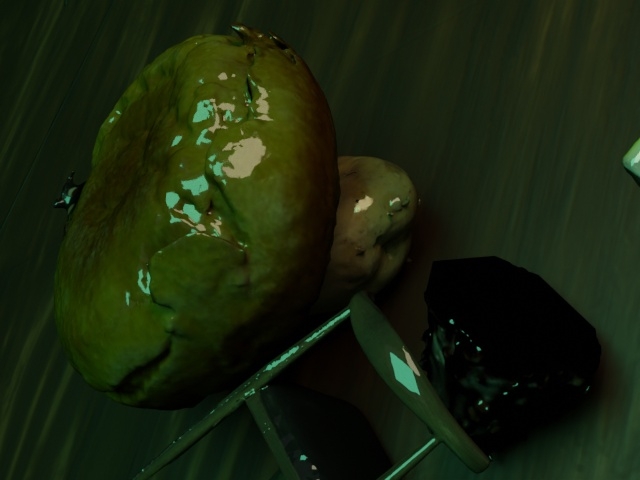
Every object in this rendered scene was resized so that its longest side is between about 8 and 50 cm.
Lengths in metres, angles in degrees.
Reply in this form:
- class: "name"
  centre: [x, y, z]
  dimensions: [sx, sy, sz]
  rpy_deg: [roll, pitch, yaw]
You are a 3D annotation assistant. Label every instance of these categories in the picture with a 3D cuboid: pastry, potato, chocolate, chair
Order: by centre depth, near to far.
- class: "chocolate"
  centre: [0.131, 0.109, 0.747]
  dimensions: [0.156, 0.156, 0.133]
  rpy_deg: [52, 130, 42]
- class: "chair"
  centre: [0.011, 0.189, 0.751]
  dimensions: [0.272, 0.166, 0.188]
  rpy_deg: [-46, 47, 14]
- class: "pastry"
  centre: [-0.121, -0.021, 0.823]
  dimensions: [0.356, 0.164, 0.355]
  rpy_deg: [-28, 53, 43]
- class: "potato"
  centre: [-0.001, 0.004, 0.901]
  dimensions: [0.235, 0.128, 0.161]
  rpy_deg: [-34, 34, 23]

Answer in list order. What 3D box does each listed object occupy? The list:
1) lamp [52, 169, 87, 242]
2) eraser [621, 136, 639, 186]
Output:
- class: "lamp"
  centre: [-0.229, -0.029, 1.057]
  dimensions: [0.182, 0.140, 0.182]
  rpy_deg: [-46, 25, 28]
- class: "eraser"
  centre: [0.351, -0.093, 0.625]
  dimensions: [0.274, 0.210, 0.092]
  rpy_deg: [-52, 48, 6]
